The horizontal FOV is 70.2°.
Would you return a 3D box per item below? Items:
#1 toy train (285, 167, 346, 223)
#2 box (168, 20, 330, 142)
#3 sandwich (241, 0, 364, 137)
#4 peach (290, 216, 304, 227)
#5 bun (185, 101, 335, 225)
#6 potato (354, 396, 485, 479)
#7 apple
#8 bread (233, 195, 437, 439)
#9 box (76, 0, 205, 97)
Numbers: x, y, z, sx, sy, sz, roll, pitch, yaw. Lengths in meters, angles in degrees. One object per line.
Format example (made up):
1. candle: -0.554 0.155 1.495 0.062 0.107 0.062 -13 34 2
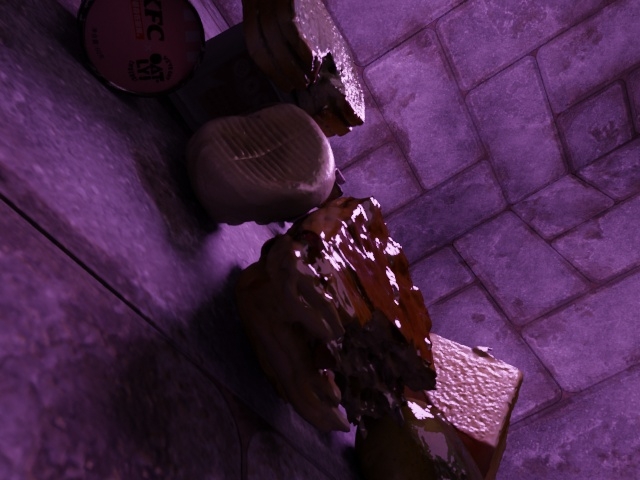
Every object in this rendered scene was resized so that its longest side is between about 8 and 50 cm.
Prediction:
1. toy train: -0.048 -0.155 1.101 0.134 0.178 0.260 53 10 -30
2. box: -0.121 -0.237 0.830 0.311 0.183 0.175 57 21 -26
3. sandwich: -0.024 -0.319 0.757 0.273 0.095 0.248 36 36 -55
4. peach: 0.000 0.000 1.008 0.152 0.152 0.152 56 10 -15
5. bun: -0.093 -0.107 0.694 0.229 0.230 0.145 64 -30 27
6. potato: 0.150 0.341 0.661 0.197 0.148 0.228 7 52 -42
7. apple: 0.267 0.375 0.893 0.314 0.253 0.308 -113 -156 -56
8. bread: 0.021 0.110 0.622 0.313 0.192 0.370 63 20 -12
9. box: -0.248 -0.291 0.611 0.135 0.151 0.151 55 5 37
